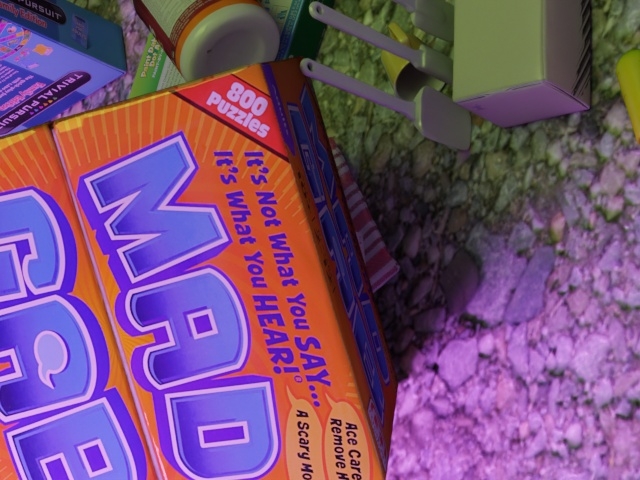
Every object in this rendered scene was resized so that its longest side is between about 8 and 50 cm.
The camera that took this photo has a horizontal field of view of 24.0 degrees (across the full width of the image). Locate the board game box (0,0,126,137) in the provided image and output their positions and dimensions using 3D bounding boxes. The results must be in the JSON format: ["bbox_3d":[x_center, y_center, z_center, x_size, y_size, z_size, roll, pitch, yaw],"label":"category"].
[{"bbox_3d":[-0.456,-0.243,1.905,0.253,0.336,0.079,-26,61,32],"label":"board game box"}]

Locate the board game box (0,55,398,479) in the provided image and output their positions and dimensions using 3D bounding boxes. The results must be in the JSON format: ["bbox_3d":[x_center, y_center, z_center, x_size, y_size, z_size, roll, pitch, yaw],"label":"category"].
[{"bbox_3d":[-0.150,0.051,1.378,0.356,0.356,0.356,-16,96,7],"label":"board game box"}]

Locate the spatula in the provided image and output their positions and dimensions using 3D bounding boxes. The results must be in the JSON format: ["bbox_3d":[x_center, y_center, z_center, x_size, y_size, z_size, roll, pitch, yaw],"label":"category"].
[{"bbox_3d":[0.070,-0.193,1.503,0.019,0.242,0.168,-12,69,43],"label":"spatula"}]

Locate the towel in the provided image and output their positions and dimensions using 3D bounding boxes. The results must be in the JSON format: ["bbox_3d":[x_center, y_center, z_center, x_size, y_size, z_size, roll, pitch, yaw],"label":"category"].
[{"bbox_3d":[0.000,0.000,1.648,0.144,0.029,0.197,-41,56,24],"label":"towel"}]

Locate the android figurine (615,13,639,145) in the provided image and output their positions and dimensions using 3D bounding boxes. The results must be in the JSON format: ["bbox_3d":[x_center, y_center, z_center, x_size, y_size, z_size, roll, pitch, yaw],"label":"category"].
[{"bbox_3d":[0.384,-0.181,1.360,0.248,0.056,0.273,-26,62,32],"label":"android figurine"}]

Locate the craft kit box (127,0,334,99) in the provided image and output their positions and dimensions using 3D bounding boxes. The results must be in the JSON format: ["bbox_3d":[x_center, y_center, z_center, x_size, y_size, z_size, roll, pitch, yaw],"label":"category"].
[{"bbox_3d":[-0.111,-0.225,1.797,0.246,0.061,0.250,17,87,40],"label":"craft kit box"}]

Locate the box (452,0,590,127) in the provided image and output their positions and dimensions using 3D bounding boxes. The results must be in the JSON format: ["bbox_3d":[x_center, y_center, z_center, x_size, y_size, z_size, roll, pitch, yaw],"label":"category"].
[{"bbox_3d":[0.203,-0.261,1.512,0.113,0.094,0.275,-9,71,39],"label":"box"}]

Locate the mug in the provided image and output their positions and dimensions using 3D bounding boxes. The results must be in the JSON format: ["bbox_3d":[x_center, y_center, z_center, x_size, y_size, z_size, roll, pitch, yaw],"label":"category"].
[{"bbox_3d":[0.097,-0.194,1.602,0.064,0.062,0.078,-119,33,-45],"label":"mug"}]

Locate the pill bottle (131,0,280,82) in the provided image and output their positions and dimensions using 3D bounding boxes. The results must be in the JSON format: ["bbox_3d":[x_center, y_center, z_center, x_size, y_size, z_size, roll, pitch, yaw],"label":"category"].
[{"bbox_3d":[-0.145,-0.272,1.724,0.121,0.121,0.221,-50,50,17],"label":"pill bottle"}]

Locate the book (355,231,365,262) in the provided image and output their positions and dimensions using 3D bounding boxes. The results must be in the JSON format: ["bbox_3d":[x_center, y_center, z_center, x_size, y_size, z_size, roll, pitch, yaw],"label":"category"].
[{"bbox_3d":[0.006,0.068,1.588,0.096,0.035,0.144,-9,84,26],"label":"book"}]
